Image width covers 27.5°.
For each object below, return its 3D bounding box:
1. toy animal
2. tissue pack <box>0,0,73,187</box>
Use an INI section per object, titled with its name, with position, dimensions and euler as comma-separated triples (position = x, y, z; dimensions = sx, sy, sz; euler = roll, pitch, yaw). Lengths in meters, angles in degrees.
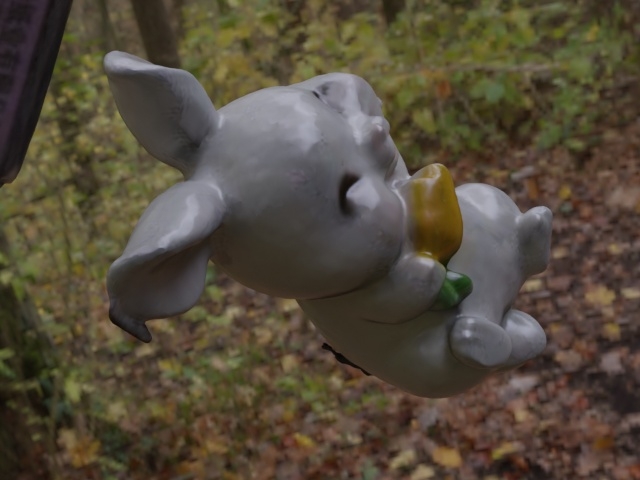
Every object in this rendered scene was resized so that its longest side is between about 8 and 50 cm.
[toy animal]
position = 0.003, -0.005, 0.826
dimensions = 0.325, 0.208, 0.154
euler = 7, -21, -32
[tissue pack]
position = -0.134, -0.228, 0.498
dimensions = 0.122, 0.361, 0.259
euler = 12, 22, -29
